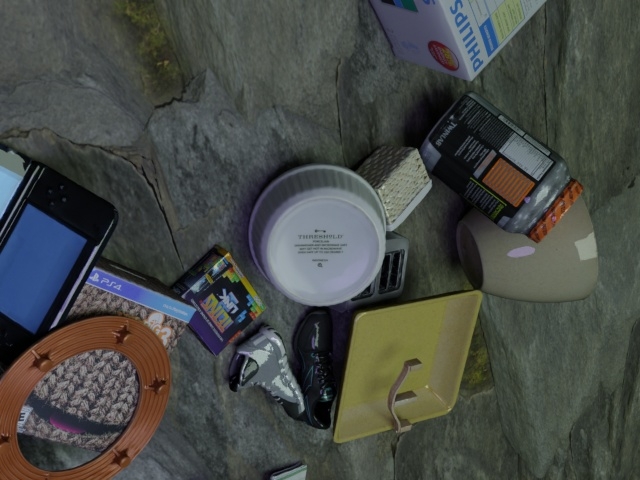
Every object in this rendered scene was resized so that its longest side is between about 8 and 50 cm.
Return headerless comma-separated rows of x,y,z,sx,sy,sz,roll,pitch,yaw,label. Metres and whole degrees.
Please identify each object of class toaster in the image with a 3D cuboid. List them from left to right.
0.088,0.050,1.852,0.168,0.110,0.186,-11,116,-38,toaster

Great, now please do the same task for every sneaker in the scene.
-0.122,0.292,1.813,0.132,0.086,0.229,-29,116,-22,sneaker
0.001,0.279,1.888,0.101,0.106,0.268,-9,114,-37,sneaker

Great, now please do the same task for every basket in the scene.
0.133,-0.110,1.798,0.167,0.113,0.103,-46,128,-35,basket

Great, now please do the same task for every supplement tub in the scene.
0.376,-0.148,1.844,0.193,0.316,0.193,-49,172,-9,supplement tub

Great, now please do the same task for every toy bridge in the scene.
0.176,0.342,1.903,0.063,0.026,0.188,-9,122,-27,toy bridge

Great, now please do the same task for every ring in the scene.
-0.374,0.275,1.399,0.336,0.032,0.337,-24,127,-36,ring

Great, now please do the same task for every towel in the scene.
-0.083,0.586,2.001,0.113,0.023,0.152,-7,111,-46,towel

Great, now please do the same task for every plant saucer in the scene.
0.171,0.255,1.918,0.332,0.081,0.333,-8,120,-30,plant saucer

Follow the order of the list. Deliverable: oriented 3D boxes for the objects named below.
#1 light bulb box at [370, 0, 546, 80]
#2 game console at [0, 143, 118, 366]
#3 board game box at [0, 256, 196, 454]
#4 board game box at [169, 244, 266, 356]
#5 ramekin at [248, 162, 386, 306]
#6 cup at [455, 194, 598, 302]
0.260,-0.561,1.634,0.361,0.225,0.358,-47,133,-13,light bulb box
-0.490,0.014,1.299,0.293,0.250,0.173,-61,161,0,game console
-0.392,0.179,1.474,0.232,0.141,0.291,28,90,-45,board game box
-0.198,0.115,1.678,0.141,0.048,0.170,-45,132,-17,board game box
0.000,0.000,1.659,0.272,0.127,0.273,-2,110,-6,ramekin
0.453,0.005,2.043,0.236,0.331,0.331,-14,121,-8,cup
